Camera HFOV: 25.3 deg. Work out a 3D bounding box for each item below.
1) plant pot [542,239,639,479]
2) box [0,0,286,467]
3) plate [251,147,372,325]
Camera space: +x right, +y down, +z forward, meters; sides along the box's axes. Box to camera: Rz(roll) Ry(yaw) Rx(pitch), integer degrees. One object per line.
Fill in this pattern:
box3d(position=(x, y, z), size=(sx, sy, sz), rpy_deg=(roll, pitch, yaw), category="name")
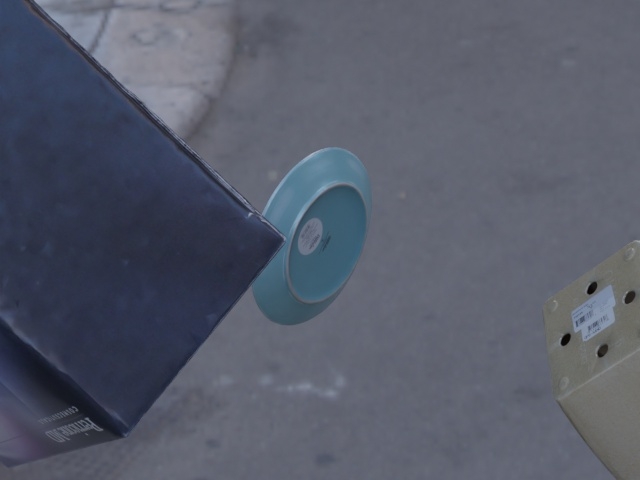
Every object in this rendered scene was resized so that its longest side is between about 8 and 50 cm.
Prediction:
box3d(position=(0.184, 0.065, 0.787), size=(0.096, 0.109, 0.109), rpy_deg=(31, 38, -27), category="plant pot")
box3d(position=(-0.229, -0.009, 0.961), size=(0.183, 0.294, 0.296), rpy_deg=(-53, 12, -26), category="box")
box3d(position=(0.000, 0.000, 1.424), size=(0.024, 0.188, 0.188), rpy_deg=(23, 38, 34), category="plate")
